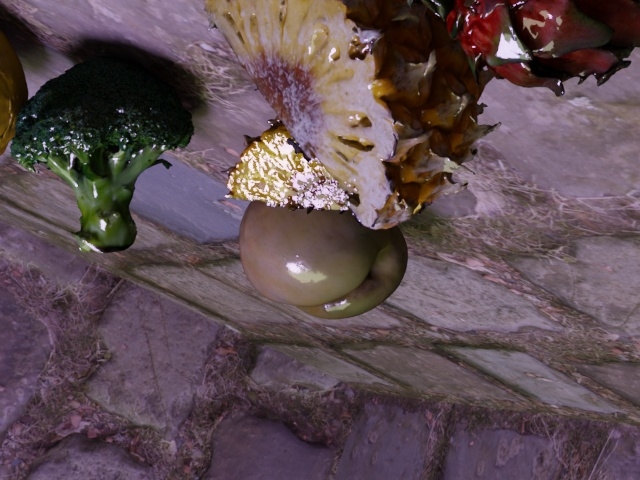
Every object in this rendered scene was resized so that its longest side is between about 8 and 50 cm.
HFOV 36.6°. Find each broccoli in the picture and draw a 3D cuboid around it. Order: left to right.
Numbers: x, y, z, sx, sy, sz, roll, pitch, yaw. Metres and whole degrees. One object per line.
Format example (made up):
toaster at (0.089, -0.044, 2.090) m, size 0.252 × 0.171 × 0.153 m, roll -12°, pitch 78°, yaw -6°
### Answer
broccoli at (-0.337, -0.140, 1.517) m, size 0.298 × 0.297 × 0.297 m, roll 1°, pitch -167°, yaw 0°

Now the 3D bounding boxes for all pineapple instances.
pineapple at (0.032, -0.138, 1.384) m, size 0.335 × 0.158 × 0.161 m, roll 7°, pitch 121°, yaw 28°
pineapple at (0.089, -0.217, 0.990) m, size 0.344 × 0.286 × 0.209 m, roll 54°, pitch 139°, yaw 16°

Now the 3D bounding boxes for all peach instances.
peach at (0.000, 0.001, 1.643) m, size 0.292 × 0.247 × 0.292 m, roll 27°, pitch -169°, yaw -6°

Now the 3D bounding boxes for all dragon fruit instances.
dragon fruit at (0.188, -0.213, 0.834) m, size 0.188 × 0.182 × 0.182 m, roll 44°, pitch 156°, yaw -24°

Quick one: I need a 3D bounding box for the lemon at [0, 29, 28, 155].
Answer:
lemon at (-0.608, -0.242, 1.505) m, size 0.297 × 0.297 × 0.297 m, roll 19°, pitch 164°, yaw 6°
